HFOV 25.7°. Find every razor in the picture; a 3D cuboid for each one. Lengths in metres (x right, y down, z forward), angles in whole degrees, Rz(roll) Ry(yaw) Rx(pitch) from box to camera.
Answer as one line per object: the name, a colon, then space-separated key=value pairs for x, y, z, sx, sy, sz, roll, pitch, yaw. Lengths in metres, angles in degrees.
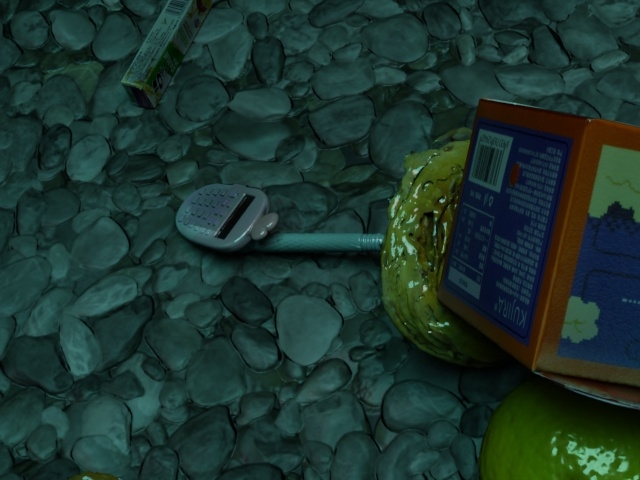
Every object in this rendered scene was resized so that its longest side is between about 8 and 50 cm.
razor: x=0.000 y=0.000 z=1.771 sx=0.232 sy=0.106 sz=0.068 roll=1 pitch=59 yaw=20

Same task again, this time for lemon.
lemon: x=0.293 y=0.245 z=1.486 sx=0.253 sy=0.228 sz=0.228 roll=-11 pitch=57 yaw=21

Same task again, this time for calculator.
calculator: x=-0.120 y=-0.029 z=1.809 sx=0.166 sy=0.024 sz=0.103 roll=16 pitch=61 yaw=40

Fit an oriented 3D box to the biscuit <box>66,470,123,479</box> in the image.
biscuit: x=-0.293 y=0.383 z=1.616 sx=0.118 sy=0.029 sz=0.247 roll=22 pitch=65 yaw=13

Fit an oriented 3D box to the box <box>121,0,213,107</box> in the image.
box: x=-0.216 y=-0.282 z=1.984 sx=0.041 sy=0.050 sz=0.207 roll=15 pitch=63 yaw=20

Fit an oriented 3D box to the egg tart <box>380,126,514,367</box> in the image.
egg tart: x=0.180 y=0.010 z=1.682 sx=0.297 sy=0.132 sz=0.297 roll=3 pitch=82 yaw=-23

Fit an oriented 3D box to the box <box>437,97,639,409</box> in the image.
box: x=0.328 y=0.013 z=1.436 sx=0.318 sy=0.349 sz=0.257 roll=11 pitch=97 yaw=-13
